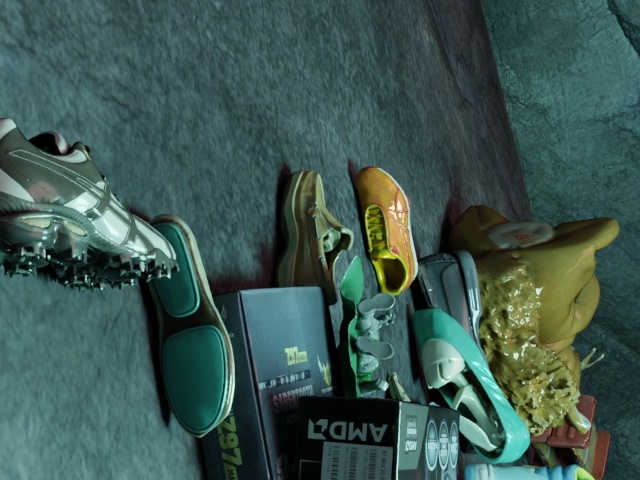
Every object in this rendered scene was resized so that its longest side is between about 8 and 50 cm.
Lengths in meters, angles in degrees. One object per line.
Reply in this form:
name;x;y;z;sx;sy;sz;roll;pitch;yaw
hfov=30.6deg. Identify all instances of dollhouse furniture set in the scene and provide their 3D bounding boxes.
dollhouse furniture set;0.100;0.244;1.450;0.076;0.058;0.152;57;6;-34
dollhouse furniture set;0.443;0.491;2.262;0.201;0.152;0.374;58;43;-51

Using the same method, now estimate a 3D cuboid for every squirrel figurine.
squirrel figurine;0.339;0.176;1.977;0.397;0.281;0.370;-43;131;-55

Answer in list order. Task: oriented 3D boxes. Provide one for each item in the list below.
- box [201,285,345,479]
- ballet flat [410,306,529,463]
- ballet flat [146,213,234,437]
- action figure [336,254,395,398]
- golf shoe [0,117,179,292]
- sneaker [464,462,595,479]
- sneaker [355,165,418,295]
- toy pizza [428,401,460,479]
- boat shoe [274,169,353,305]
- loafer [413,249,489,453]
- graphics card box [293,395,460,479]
box;-0.037;0.134;1.008;0.232;0.059;0.183;8;71;-73
ballet flat;0.196;0.201;1.609;0.247;0.083;0.087;55;36;8
ballet flat;-0.095;0.062;0.881;0.052;0.057;0.168;13;66;-82
action figure;0.041;0.113;1.191;0.232;0.063;0.137;99;-5;-73
golf shoe;-0.147;-0.020;0.727;0.198;0.077;0.094;30;50;-70
sneaker;0.315;0.428;1.666;0.319;0.208;0.127;76;12;-48
sneaker;0.086;-0.012;1.512;0.067;0.064;0.175;-44;118;-59
toy pizza;0.156;0.317;1.562;0.201;0.032;0.201;-10;90;-77
boat shoe;0.000;0.000;1.198;0.068;0.072;0.190;60;24;-46
loafer;0.188;0.167;1.719;0.109;0.095;0.303;159;-75;-76
graphics card box;0.045;0.318;0.975;0.233;0.094;0.371;29;62;-68
